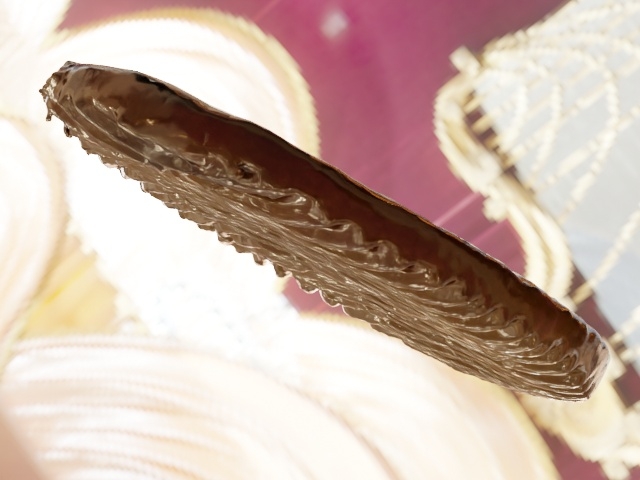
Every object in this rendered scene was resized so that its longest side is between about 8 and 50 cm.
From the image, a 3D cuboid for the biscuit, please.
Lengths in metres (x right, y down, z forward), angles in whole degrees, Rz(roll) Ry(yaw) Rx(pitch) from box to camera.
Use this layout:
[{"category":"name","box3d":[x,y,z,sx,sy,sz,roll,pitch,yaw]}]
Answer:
[{"category":"biscuit","box3d":[0.000,0.000,0.877,0.318,0.040,0.318,29,175,3]}]
